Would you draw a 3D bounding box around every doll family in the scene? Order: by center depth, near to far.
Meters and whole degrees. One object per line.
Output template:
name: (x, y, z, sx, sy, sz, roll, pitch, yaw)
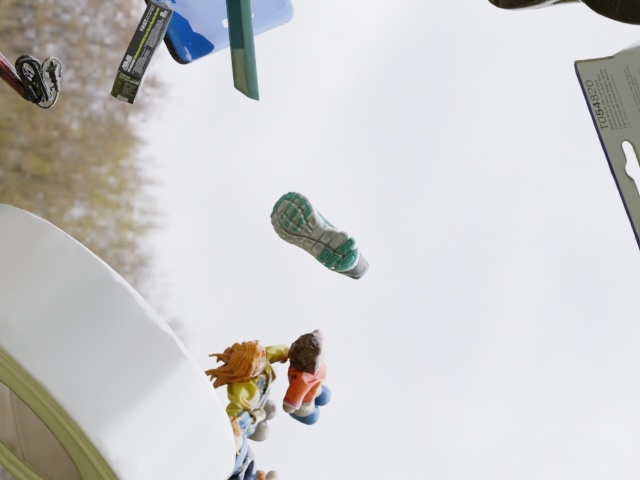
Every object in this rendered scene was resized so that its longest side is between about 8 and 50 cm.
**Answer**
doll family: (-0.072, 0.190, 1.422, 0.163, 0.118, 0.263, 86, 18, -59)

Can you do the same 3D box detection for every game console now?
game console: (-0.223, -0.399, 2.285, 0.173, 0.293, 0.250, -20, -82, 43)

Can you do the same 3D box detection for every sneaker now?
sneaker: (0.000, 0.000, 1.884, 0.065, 0.076, 0.166, -47, -127, 1)

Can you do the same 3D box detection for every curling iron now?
curling iron: (-0.399, -0.254, 1.680, 0.068, 0.274, 0.035, -35, -152, 21)

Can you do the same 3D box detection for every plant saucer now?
plant saucer: (-0.117, -0.301, 2.152, 0.067, 0.018, 0.192, 39, -41, 53)

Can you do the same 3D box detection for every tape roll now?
tape roll: (-0.200, 0.111, 1.128, 0.286, 0.100, 0.286, 33, -29, 22)

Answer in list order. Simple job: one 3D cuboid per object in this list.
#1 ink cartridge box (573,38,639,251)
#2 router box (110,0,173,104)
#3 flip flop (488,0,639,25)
ink cartridge box: (0.335, -0.069, 1.226, 0.224, 0.045, 0.223, 2, -62, 56)
router box: (-0.250, -0.263, 2.049, 0.092, 0.038, 0.122, 130, -18, -69)
flip flop: (0.226, -0.226, 1.163, 0.277, 0.080, 0.112, 12, -74, 60)
